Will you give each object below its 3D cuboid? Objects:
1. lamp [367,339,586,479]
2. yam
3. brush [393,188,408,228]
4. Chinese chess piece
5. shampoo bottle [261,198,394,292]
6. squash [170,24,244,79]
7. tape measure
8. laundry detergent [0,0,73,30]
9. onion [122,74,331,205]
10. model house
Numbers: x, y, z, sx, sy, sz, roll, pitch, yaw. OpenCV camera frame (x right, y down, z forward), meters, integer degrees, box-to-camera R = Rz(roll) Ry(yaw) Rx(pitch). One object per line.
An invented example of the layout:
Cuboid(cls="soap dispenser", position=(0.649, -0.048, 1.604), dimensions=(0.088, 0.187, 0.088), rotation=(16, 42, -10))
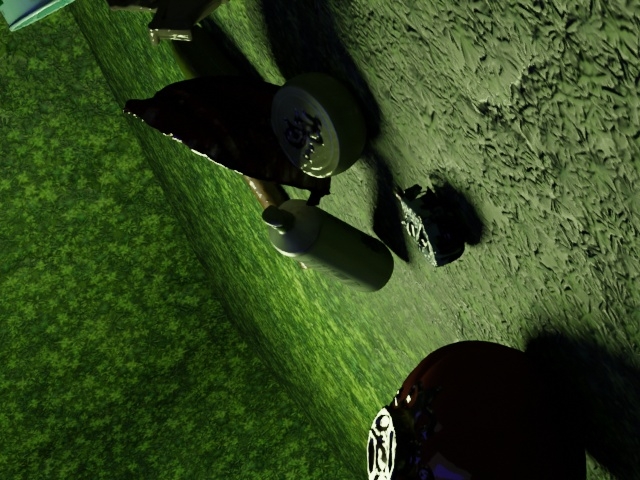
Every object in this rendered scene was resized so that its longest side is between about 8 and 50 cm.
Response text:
Cuboid(cls="lamp", position=(0.194, 0.276, 1.452), dimensions=(0.303, 0.257, 0.303), rotation=(-172, 90, -74))
Cuboid(cls="yam", position=(-0.079, -0.051, 2.239), dimensions=(0.241, 0.056, 0.057), rotation=(59, 168, 1))
Cuboid(cls="brush", position=(0.118, -0.033, 1.573), dimensions=(0.083, 0.021, 0.019), rotation=(57, 171, 7))
Cuboid(cls="Chinese chess piece", position=(-0.004, -0.155, 1.560), dimensions=(0.144, 0.058, 0.144), rotation=(32, 139, 33))
Cuboid(cls="shampoo bottle", position=(0.000, 0.000, 1.725), dimensions=(0.234, 0.087, 0.118), rotation=(28, -176, -44))
Cuboid(cls="squash", position=(-0.190, -0.292, 2.010), dimensions=(0.331, 0.087, 0.087), rotation=(52, 167, 30))
Cuboid(cls="tape measure", position=(0.142, -0.014, 1.444), dimensions=(0.091, 0.054, 0.094), rotation=(51, 165, 56))
Cuboid(cls="laundry detergent", position=(-0.520, -0.583, 2.113), dimensions=(0.305, 0.287, 0.287), rotation=(60, 168, -13))
Cuboid(cls="onion", position=(-0.126, -0.177, 1.696), dimensions=(0.314, 0.146, 0.280), rotation=(32, -170, 38))
Cuboid(cls="model house", position=(-0.239, -0.402, 1.744), dimensions=(0.229, 0.188, 0.122), rotation=(53, -177, 23))
